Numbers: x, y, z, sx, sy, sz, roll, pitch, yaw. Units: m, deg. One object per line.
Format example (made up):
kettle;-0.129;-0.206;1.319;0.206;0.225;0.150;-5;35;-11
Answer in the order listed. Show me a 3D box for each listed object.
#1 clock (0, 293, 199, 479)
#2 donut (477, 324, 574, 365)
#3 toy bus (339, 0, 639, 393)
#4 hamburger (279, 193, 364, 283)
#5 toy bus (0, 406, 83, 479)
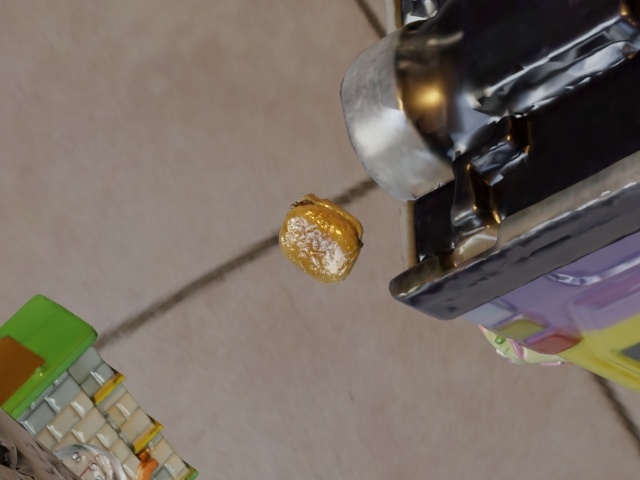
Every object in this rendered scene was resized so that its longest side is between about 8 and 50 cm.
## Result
clock;-0.246;0.218;1.646;0.220;0.255;0.106;-46;39;-17
donut;0.145;-0.010;0.996;0.068;0.174;0.174;44;82;-25
toy bus;0.162;-0.168;0.851;0.209;0.249;0.440;-29;51;38
hamburger;0.000;0.000;1.709;0.083;0.044;0.076;27;125;13
toy bus;-0.090;0.181;0.550;0.177;0.365;0.202;-49;122;-3
